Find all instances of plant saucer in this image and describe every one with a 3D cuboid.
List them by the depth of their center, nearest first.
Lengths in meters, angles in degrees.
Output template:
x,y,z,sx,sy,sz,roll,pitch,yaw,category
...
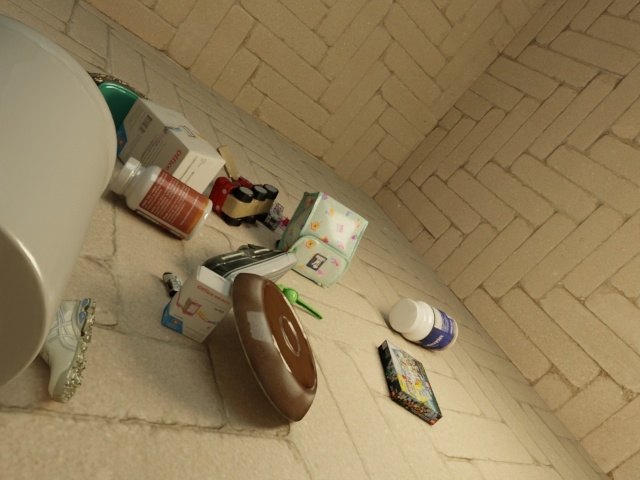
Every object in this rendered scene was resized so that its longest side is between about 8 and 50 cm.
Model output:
x,y,z,sx,sy,sz,roll,pitch,yaw,category
-0.078,0.197,0.890,0.311,0.050,0.310,63,6,-12,plant saucer

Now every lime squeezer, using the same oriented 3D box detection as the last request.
x,y,z,sx,sy,sz,roll,pitch,yaw,category
-0.087,0.162,1.170,0.110,0.059,0.310,48,17,24,lime squeezer

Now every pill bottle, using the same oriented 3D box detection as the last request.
x,y,z,sx,sy,sz,roll,pitch,yaw,category
-0.380,-0.102,1.071,0.216,0.121,0.121,34,17,-24,pill bottle
0.387,0.315,1.680,0.264,0.153,0.153,28,21,-37,pill bottle

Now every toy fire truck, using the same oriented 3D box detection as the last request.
x,y,z,sx,sy,sz,roll,pitch,yaw,category
-0.283,-0.184,1.452,0.246,0.158,0.217,35,23,17,toy fire truck

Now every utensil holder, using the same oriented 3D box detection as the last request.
x,y,z,sx,sy,sz,roll,pitch,yaw,category
-0.429,-0.054,0.499,0.327,0.327,0.385,31,22,-32,utensil holder

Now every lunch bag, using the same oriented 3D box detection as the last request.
x,y,z,sx,sy,sz,roll,pitch,yaw,category
0.000,0.000,1.467,0.223,0.262,0.160,31,-12,-28,lunch bag

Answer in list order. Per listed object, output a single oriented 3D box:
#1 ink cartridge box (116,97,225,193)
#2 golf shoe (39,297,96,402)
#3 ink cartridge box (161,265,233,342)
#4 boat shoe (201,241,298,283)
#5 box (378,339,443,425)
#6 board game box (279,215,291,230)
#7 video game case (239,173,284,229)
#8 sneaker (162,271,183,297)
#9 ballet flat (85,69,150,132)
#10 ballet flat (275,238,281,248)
x,y,z,sx,sy,sz,roll,pitch,yaw,category
-0.426,-0.244,1.251,0.233,0.171,0.168,46,17,15,ink cartridge box
-0.361,0.146,0.607,0.086,0.069,0.176,9,26,-25,golf shoe
-0.226,0.120,0.839,0.088,0.122,0.052,33,17,-24,ink cartridge box
-0.167,0.057,1.140,0.119,0.121,0.335,49,19,12,boat shoe
0.260,0.414,1.324,0.159,0.044,0.233,36,17,-16,box
-0.105,-0.059,1.746,0.133,0.033,0.169,36,17,-18,board game box
-0.235,-0.147,1.666,0.210,0.042,0.232,36,17,-12,video game case
-0.296,0.095,0.908,0.083,0.032,0.037,44,16,12,sneaker
-0.647,-0.389,1.167,0.182,0.164,0.483,39,19,14,ballet flat
-0.070,0.018,1.561,0.203,0.074,0.074,22,25,-48,ballet flat
